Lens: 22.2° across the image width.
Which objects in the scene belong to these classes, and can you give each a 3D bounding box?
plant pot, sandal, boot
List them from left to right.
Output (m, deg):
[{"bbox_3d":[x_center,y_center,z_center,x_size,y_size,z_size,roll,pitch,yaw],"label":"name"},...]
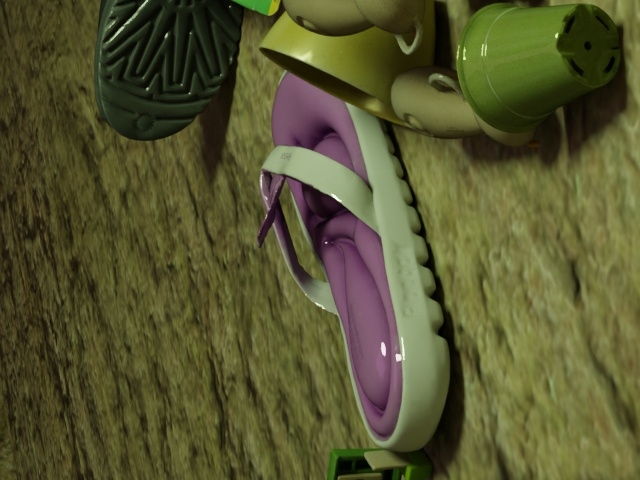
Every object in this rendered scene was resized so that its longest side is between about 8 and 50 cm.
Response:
[{"bbox_3d":[-0.218,-0.346,1.838,0.445,0.146,0.367,42,120,58],"label":"boot"},{"bbox_3d":[0.003,-0.012,1.323,0.416,0.102,0.169,-112,29,-45],"label":"sandal"},{"bbox_3d":[0.034,-0.156,1.226,0.095,0.134,0.134,-64,22,-1],"label":"plant pot"},{"bbox_3d":[0.140,-0.112,0.998,0.079,0.083,0.083,-9,83,56],"label":"plant pot"}]

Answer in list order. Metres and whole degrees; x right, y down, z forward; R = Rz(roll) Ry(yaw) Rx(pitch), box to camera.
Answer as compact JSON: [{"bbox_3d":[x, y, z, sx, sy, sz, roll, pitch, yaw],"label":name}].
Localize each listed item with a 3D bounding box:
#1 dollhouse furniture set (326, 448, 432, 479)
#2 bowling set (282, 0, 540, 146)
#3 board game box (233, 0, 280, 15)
[{"bbox_3d":[0.057,0.208,1.251,0.152,0.058,0.076,-128,41,-59],"label":"dollhouse furniture set"},{"bbox_3d":[0.058,-0.210,1.070,0.200,0.287,0.154,-58,25,-6],"label":"bowling set"},{"bbox_3d":[-0.122,-0.314,1.550,0.259,0.039,0.124,29,111,27],"label":"board game box"}]
